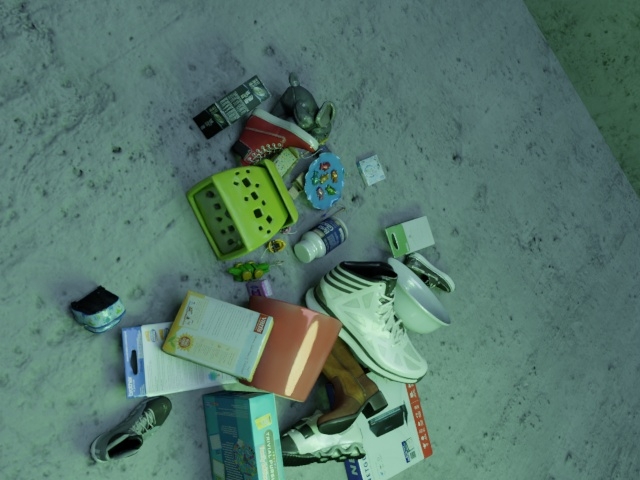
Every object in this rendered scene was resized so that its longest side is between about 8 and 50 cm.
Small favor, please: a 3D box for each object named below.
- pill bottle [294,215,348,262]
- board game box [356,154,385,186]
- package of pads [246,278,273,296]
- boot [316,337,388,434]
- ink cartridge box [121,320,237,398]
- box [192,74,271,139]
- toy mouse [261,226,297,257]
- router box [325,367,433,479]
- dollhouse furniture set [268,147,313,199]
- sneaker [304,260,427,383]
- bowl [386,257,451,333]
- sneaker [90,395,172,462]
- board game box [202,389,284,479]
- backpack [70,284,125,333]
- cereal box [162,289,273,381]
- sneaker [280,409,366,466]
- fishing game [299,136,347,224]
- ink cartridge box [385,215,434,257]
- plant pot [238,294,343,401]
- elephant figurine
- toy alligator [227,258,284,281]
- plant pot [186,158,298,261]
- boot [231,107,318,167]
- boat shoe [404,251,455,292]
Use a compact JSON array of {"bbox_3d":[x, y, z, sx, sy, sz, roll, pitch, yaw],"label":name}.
[{"bbox_3d":[0.000,0.000,2.015,0.169,0.094,0.094,-36,102,-35],"label":"pill bottle"},{"bbox_3d":[0.176,-0.243,2.237,0.090,0.020,0.090,-26,96,-37],"label":"board game box"},{"bbox_3d":[-0.176,0.140,1.868,0.032,0.083,0.050,-20,97,-42],"label":"package of pads"},{"bbox_3d":[0.034,0.405,1.878,0.264,0.096,0.280,-16,59,-36],"label":"boot"},{"bbox_3d":[-0.376,0.306,1.705,0.311,0.065,0.185,-1,81,-38],"label":"ink cartridge box"},{"bbox_3d":[-0.257,-0.387,1.871,0.180,0.147,0.077,-44,107,-34],"label":"box"},{"bbox_3d":[-0.147,-0.035,1.955,0.161,0.031,0.143,-22,95,-37],"label":"toy mouse"},{"bbox_3d":[0.191,0.573,2.051,0.301,0.082,0.335,-14,89,-37],"label":"router box"},{"bbox_3d":[-0.114,-0.171,1.961,0.161,0.101,0.181,48,58,-19],"label":"dollhouse furniture set"},{"bbox_3d":[0.190,0.234,1.931,0.448,0.257,0.169,38,34,-4],"label":"sneaker"},{"bbox_3d":[0.280,0.206,2.119,0.298,0.134,0.298,42,15,-14],"label":"bowl"},{"bbox_3d":[-0.441,0.470,1.581,0.229,0.132,0.086,-37,103,-35],"label":"sneaker"},{"bbox_3d":[-0.196,0.564,1.666,0.079,0.254,0.335,-4,84,-37],"label":"board game box"},{"bbox_3d":[-0.537,0.176,1.580,0.105,0.114,0.084,-37,123,-37],"label":"backpack"},{"bbox_3d":[-0.260,0.244,1.654,0.240,0.047,0.172,18,65,7],"label":"cereal box"},{"bbox_3d":[-0.040,0.568,1.860,0.331,0.122,0.146,2,58,-19],"label":"sneaker"},{"bbox_3d":[0.024,-0.188,2.053,0.189,0.041,0.263,-33,122,-38],"label":"fishing game"},{"bbox_3d":[0.297,-0.010,2.253,0.209,0.062,0.108,-18,91,-37],"label":"ink cartridge box"},{"bbox_3d":[-0.101,0.306,1.799,0.275,0.275,0.243,23,78,-31],"label":"plant pot"},{"bbox_3d":[-0.028,-0.384,2.053,0.240,0.186,0.169,11,41,-45],"label":"elephant figurine"},{"bbox_3d":[-0.191,0.093,1.890,0.190,0.056,0.051,-7,127,-38],"label":"toy alligator"},{"bbox_3d":[-0.206,-0.092,1.788,0.207,0.227,0.228,-28,96,-31],"label":"plant pot"},{"bbox_3d":[-0.138,-0.268,1.892,0.176,0.244,0.088,-61,157,-8],"label":"boot"},{"bbox_3d":[0.383,0.132,2.286,0.219,0.078,0.070,37,61,-16],"label":"boat shoe"}]
